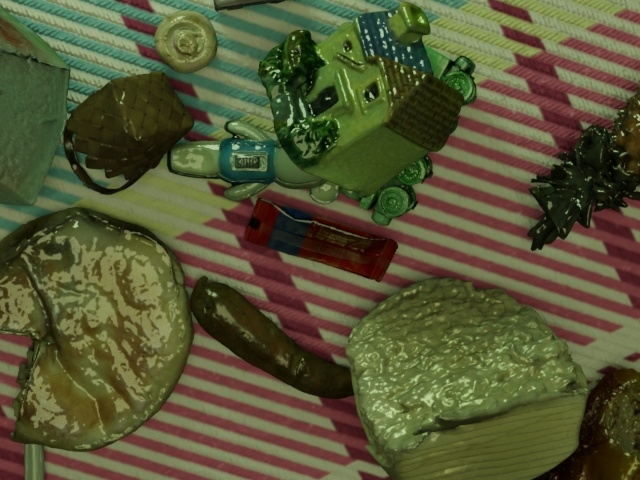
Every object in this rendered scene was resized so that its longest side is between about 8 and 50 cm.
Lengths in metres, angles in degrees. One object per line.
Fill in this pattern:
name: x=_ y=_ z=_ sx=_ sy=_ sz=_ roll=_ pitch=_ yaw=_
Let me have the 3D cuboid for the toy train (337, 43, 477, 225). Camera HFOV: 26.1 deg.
toy train: x=0.113 y=-0.144 z=1.842 sx=0.119 sy=0.085 sz=0.251 roll=31 pitch=98 yaw=7

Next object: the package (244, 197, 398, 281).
package: x=0.000 y=0.000 z=1.868 sx=0.200 sy=0.022 sz=0.083 roll=18 pitch=131 yaw=-6

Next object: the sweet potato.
sweet potato: x=-0.064 y=0.146 z=1.879 sx=0.273 sy=0.075 sz=0.075 roll=35 pitch=95 yaw=-9

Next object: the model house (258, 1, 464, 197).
model house: x=0.057 y=-0.199 z=1.723 sx=0.189 sy=0.195 sz=0.214 roll=-28 pitch=59 yaw=27

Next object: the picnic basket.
picnic basket: x=-0.270 y=-0.133 z=1.799 sx=0.178 sy=0.138 sz=0.128 roll=-30 pitch=85 yaw=36

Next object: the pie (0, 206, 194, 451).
pie: x=-0.319 y=0.119 z=1.862 sx=0.338 sy=0.075 sz=0.337 roll=-1 pitch=95 yaw=-7

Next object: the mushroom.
mushroom: x=-0.176 y=-0.261 z=1.814 sx=0.084 sy=0.067 sz=0.083 roll=-2 pitch=100 yaw=-10

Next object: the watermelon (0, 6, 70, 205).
watermelon: x=-0.482 y=-0.201 z=1.709 sx=0.387 sy=0.258 sz=0.228 roll=44 pitch=101 yaw=-2

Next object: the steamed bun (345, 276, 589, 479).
steamed bun: x=0.186 y=0.188 z=1.830 sx=0.290 sy=0.272 sz=0.273 roll=-13 pitch=141 yaw=-2

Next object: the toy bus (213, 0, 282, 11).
toy bus: x=-0.082 y=-0.336 z=1.803 sx=0.123 sy=0.075 sz=0.060 roll=-9 pitch=99 yaw=-1

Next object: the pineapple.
pineapple: x=0.405 y=-0.108 z=1.836 sx=0.340 sy=0.169 sz=0.169 roll=-32 pitch=99 yaw=13

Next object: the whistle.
whistle: x=-0.085 y=-0.106 z=1.840 sx=0.236 sy=0.077 sz=0.114 roll=1 pitch=103 yaw=3

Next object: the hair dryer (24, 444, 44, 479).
hair dryer: x=-0.411 y=0.313 z=1.905 sx=0.155 sy=0.044 sz=0.183 roll=-13 pitch=94 yaw=-2

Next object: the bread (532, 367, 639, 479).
bread: x=0.340 y=0.343 z=1.871 sx=0.109 sy=0.185 sz=0.380 roll=38 pitch=94 yaw=-14
